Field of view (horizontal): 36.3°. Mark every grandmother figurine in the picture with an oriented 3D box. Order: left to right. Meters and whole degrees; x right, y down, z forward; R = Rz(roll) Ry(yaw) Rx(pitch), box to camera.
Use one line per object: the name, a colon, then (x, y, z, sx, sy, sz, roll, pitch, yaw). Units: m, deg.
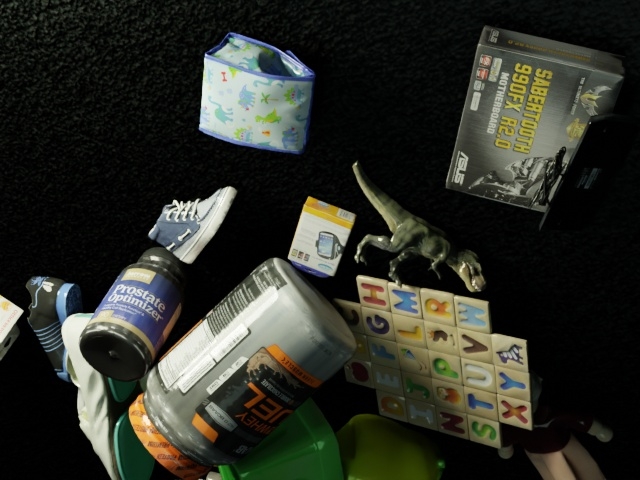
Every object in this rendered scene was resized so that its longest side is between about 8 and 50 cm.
grandmother figurine: (0.378, 0.330, 1.618, 0.207, 0.104, 0.342, -25, 119, 25)

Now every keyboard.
keyboard: (0.331, -0.091, 1.256, 0.100, 0.038, 0.192, 3, 133, -14)

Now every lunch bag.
lunch bag: (-0.081, -0.197, 1.344, 0.151, 0.096, 0.129, 22, 133, 15)

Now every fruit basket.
fruit basket: (0.016, 0.390, 1.745, 0.392, 0.283, 0.392, -16, 129, -22)

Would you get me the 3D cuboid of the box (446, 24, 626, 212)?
box: (0.275, -0.150, 1.277, 0.183, 0.056, 0.231, 16, 132, 8)

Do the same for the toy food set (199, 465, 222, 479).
toy food set: (-0.190, 0.466, 1.930, 0.104, 0.111, 0.232, 9, 128, 14)

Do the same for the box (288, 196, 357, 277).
box: (0.000, 0.000, 1.527, 0.081, 0.028, 0.136, 22, 135, 2)

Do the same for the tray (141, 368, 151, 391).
tray: (-0.299, 0.349, 1.930, 0.145, 0.030, 0.270, 19, 132, 3)

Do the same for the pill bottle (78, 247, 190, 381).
pill bottle: (-0.296, 0.115, 1.602, 0.122, 0.219, 0.123, 10, 132, 12)

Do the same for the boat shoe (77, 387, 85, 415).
boat shoe: (-0.435, 0.299, 1.922, 0.063, 0.066, 0.184, 15, 122, 9)

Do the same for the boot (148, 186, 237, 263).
boot: (-0.205, -0.036, 1.542, 0.086, 0.069, 0.190, 31, 134, -11)

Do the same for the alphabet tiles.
alphabet tiles: (0.175, 0.195, 1.563, 0.342, 0.011, 0.285, 11, 126, 32)

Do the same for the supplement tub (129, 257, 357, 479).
supplement tub: (-0.125, 0.207, 1.537, 0.338, 0.207, 0.207, -43, 108, 6)

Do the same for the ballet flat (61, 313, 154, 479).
ballet flat: (-0.398, 0.294, 1.823, 0.139, 0.139, 0.400, 6, 123, 16)

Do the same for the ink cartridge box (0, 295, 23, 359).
ink cartridge box: (-0.642, 0.154, 1.851, 0.143, 0.092, 0.090, 35, 131, -12)

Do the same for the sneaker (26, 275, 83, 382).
sneaker: (-0.493, 0.161, 1.816, 0.090, 0.081, 0.232, 15, 125, 12)

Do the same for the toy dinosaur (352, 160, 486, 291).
toy dinosaur: (0.122, 0.003, 1.460, 0.268, 0.064, 0.118, 38, 112, -9)
